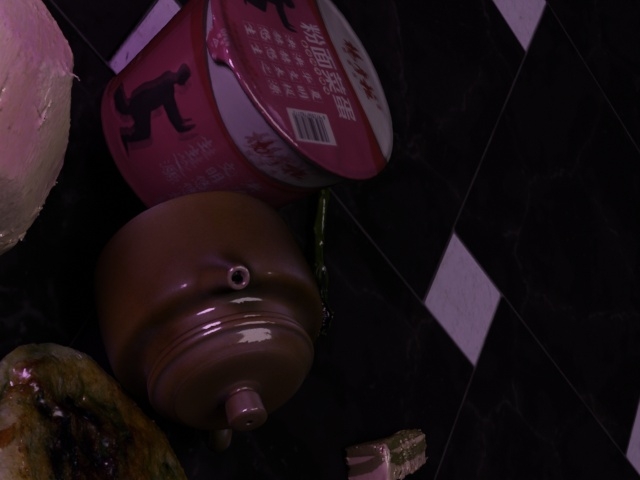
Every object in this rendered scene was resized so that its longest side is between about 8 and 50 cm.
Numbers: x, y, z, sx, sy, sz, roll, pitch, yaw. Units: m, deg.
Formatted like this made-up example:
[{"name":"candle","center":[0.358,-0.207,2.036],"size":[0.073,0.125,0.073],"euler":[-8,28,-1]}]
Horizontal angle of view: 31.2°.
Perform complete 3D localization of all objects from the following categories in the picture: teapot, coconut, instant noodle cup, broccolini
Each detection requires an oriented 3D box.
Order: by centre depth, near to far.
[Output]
[{"name":"coconut","center":[-0.281,-0.100,0.799],"size":[0.227,0.227,0.230],"euler":[45,50,-31]},{"name":"teapot","center":[-0.087,0.088,0.962],"size":[0.186,0.267,0.175],"euler":[-9,50,-16]},{"name":"instant noodle cup","center":[-0.073,-0.122,1.033],"size":[0.235,0.178,0.234],"euler":[35,39,-36]},{"name":"broccolini","center":[0.001,0.000,1.232],"size":[0.042,0.044,0.218],"euler":[20,59,-27]}]

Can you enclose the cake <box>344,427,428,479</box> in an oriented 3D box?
[{"name":"cake","center":[0.075,0.237,1.255],"size":[0.140,0.055,0.051],"euler":[3,76,-66]}]

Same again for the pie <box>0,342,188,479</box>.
[{"name":"pie","center":[-0.172,0.220,0.874],"size":[0.323,0.071,0.323],"euler":[-19,90,-76]}]
